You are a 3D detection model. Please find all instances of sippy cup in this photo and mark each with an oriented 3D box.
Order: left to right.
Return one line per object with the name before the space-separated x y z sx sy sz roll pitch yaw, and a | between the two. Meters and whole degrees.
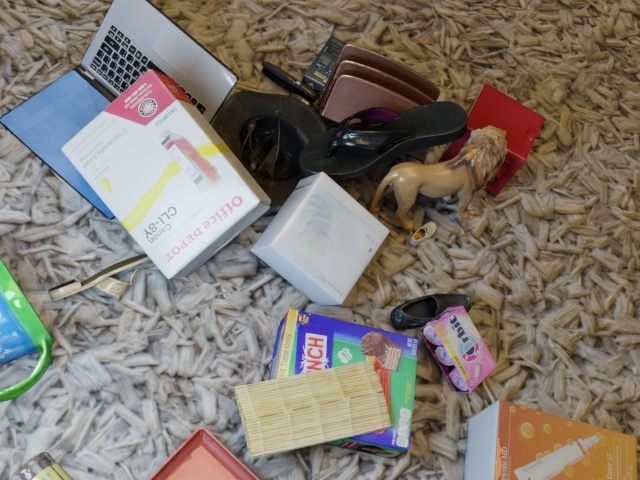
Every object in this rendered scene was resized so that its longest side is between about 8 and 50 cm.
sippy cup | -0.693 0.170 1.624 0.224 0.240 0.305 -34 37 -19

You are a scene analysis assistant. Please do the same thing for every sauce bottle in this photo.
sauce bottle | -0.453 0.561 1.535 0.344 0.111 0.111 45 59 11

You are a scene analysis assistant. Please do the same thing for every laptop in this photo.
laptop | -0.486 -0.342 1.956 0.382 0.408 0.236 41 25 6

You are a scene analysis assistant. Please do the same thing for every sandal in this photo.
sandal | -0.479 0.105 1.815 0.240 0.088 0.079 -21 102 -19
sandal | 0.148 -0.274 1.992 0.446 0.107 0.167 -20 48 -12

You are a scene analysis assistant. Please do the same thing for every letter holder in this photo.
letter holder | 0.169 -0.372 2.138 0.302 0.152 0.214 23 100 -13

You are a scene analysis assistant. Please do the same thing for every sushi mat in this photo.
sushi mat | -0.013 0.351 1.702 0.317 0.019 0.151 -8 69 -19

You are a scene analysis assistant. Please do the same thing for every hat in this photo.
hat | -0.136 -0.213 2.035 0.332 0.134 0.331 10 68 -26

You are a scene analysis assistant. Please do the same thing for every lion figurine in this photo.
lion figurine | 0.289 -0.156 2.058 0.392 0.240 0.142 -18 55 -20

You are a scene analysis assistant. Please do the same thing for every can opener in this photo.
can opener | -0.086 -0.432 2.225 0.186 0.059 0.073 40 59 6

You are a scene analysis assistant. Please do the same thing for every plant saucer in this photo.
plant saucer | -0.240 0.558 1.641 0.259 0.047 0.258 41 59 8

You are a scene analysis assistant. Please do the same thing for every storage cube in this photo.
storage cube | 0.470 -0.277 2.240 0.193 0.183 0.215 31 58 1

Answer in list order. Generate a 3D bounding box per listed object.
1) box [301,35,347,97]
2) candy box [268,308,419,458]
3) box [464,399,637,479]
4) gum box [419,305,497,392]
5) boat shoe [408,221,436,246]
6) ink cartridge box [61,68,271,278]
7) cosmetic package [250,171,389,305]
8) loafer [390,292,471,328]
box | 0.084 -0.451 2.289 0.233 0.059 0.183 29 58 -1
candy box | 0.046 0.320 1.815 0.317 0.122 0.268 13 61 -8
box | 0.516 0.522 1.824 0.346 0.168 0.214 16 59 -8
gum box | 0.329 0.255 1.937 0.107 0.062 0.188 -35 99 -30
boat shoe | 0.272 -0.022 2.125 0.100 0.035 0.035 -32 75 -29
ink cartridge box | -0.339 -0.144 1.826 0.279 0.160 0.384 -40 88 6
cosmetic package | 0.000 0.000 1.910 0.224 0.138 0.224 40 71 -16
loafer | 0.281 0.170 1.997 0.223 0.078 0.076 -9 66 -22
